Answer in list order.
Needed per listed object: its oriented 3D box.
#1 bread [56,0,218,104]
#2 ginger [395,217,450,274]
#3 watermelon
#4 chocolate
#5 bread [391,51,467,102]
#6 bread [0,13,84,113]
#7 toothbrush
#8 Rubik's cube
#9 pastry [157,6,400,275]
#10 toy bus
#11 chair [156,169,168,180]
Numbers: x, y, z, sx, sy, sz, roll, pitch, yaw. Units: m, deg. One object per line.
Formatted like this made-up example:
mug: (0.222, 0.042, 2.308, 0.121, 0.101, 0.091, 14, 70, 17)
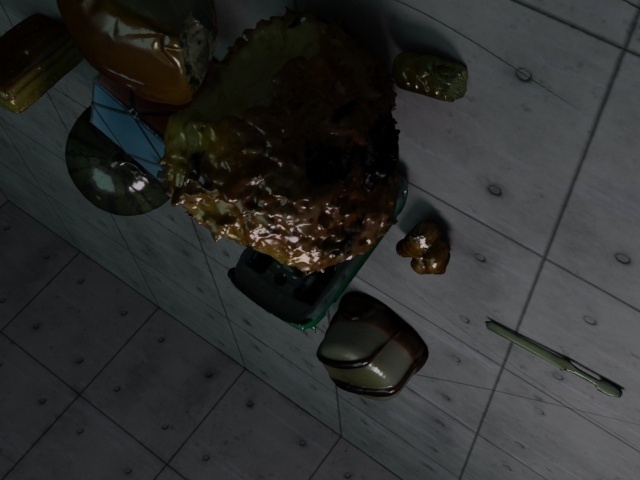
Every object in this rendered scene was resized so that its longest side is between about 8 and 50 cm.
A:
bread: (-0.299, -0.379, 1.369, 0.279, 0.225, 0.250, 34, 159, 4)
ginger: (0.204, 0.019, 1.531, 0.103, 0.073, 0.162, 53, 164, 3)
watermelon: (-0.434, -0.195, 1.830, 0.279, 0.279, 0.359, 46, -178, -14)
chocolate: (0.111, 0.285, 2.023, 0.284, 0.186, 0.283, 34, 157, 16)
bread: (0.150, -0.236, 1.151, 0.110, 0.060, 0.066, 25, -177, 34)
bread: (-0.698, -0.424, 1.905, 0.184, 0.234, 0.110, 27, 158, 31)
toothbrush: (0.454, 0.231, 1.590, 0.294, 0.026, 0.028, 29, 171, 24)
Rubik's cube: (-0.314, -0.276, 1.612, 0.205, 0.207, 0.205, 40, 158, -3)
pastry: (-0.029, -0.131, 1.201, 0.293, 0.405, 0.337, -5, 131, 39)
toy bus: (0.000, 0.000, 1.475, 0.184, 0.343, 0.199, 35, 168, 12)
chair: (-0.158, -0.146, 1.581, 0.271, 0.147, 0.136, 20, -177, 17)
